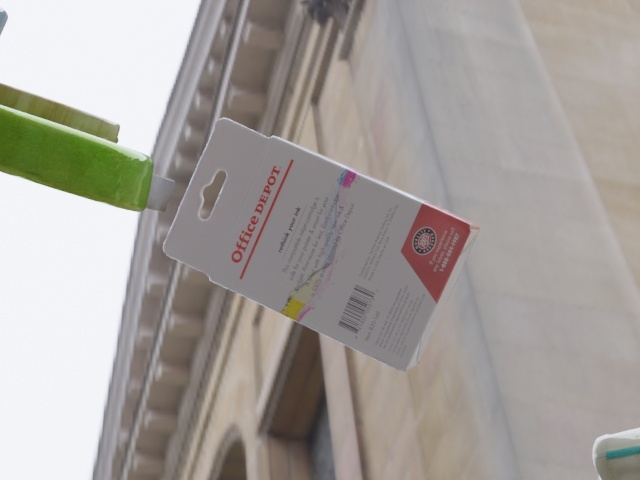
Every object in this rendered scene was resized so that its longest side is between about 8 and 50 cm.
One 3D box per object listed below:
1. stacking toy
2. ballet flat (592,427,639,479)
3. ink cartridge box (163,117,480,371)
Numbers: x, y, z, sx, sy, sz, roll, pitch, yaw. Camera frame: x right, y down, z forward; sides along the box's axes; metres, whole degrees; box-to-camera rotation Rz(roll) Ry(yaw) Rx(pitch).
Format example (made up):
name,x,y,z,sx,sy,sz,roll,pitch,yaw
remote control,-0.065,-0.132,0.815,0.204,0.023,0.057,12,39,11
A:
name,x,y,z,sx,sy,sz,roll,pitch,yaw
stacking toy,-0.204,-0.118,0.790,0.280,0.309,0.130,18,-89,1
ballet flat,0.276,0.241,1.201,0.086,0.086,0.248,-17,-48,7
ink cartridge box,0.000,0.000,1.018,0.198,0.067,0.115,25,-85,11
